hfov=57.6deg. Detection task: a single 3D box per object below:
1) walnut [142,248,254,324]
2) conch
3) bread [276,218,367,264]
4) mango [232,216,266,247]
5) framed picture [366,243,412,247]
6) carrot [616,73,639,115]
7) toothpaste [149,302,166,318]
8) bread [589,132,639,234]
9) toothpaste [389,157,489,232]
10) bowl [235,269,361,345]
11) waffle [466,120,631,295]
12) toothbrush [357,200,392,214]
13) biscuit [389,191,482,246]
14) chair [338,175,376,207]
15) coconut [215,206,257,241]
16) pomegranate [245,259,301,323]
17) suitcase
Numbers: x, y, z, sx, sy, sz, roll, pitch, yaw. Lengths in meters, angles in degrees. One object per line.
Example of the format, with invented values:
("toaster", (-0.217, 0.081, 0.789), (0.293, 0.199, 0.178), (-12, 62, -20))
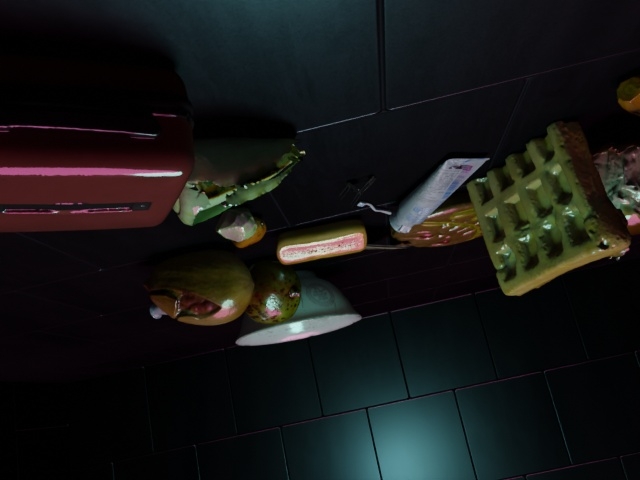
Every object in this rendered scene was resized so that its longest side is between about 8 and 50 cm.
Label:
("walnut", (-0.318, 0.122, 1.514), (0.297, 0.203, 0.203), (2, 167, 12))
("conch", (-0.135, -0.106, 0.944), (0.250, 0.137, 0.143), (-10, 163, -8))
("bread", (0.000, 0.000, 1.520), (0.239, 0.074, 0.093), (-10, 128, -5))
("mango", (-0.172, -0.018, 1.365), (0.080, 0.061, 0.114), (-20, 170, -40))
("framed picture", (0.133, 0.019, 1.691), (0.199, 0.010, 0.195), (2, 178, -32))
("carrot", (0.654, -0.258, 1.141), (0.066, 0.066, 0.314), (-25, 160, 38))
("toothpaste", (-0.461, 0.188, 1.896), (0.234, 0.057, 0.089), (-29, 157, 26))
("bread", (0.710, -0.126, 1.339), (0.249, 0.225, 0.279), (-15, -177, -11))
("toothpaste", (0.262, -0.113, 1.365), (0.113, 0.073, 0.299), (-3, 154, -28))
("bowl", (-0.089, 0.219, 1.996), (0.434, 0.196, 0.435), (-10, 164, -3))
("waffle", (0.479, -0.057, 1.276), (0.077, 0.305, 0.348), (-4, 161, -24))
("toothbrush", (0.142, -0.082, 1.463), (0.017, 0.014, 0.162), (-38, 153, 28))
("biscuit", (0.353, -0.036, 1.671), (0.350, 0.070, 0.394), (-24, 161, 36))
("chair", (0.078, -0.116, 1.270), (0.086, 0.042, 0.037), (-48, 166, -5))
("coconut", (-0.181, -0.036, 1.273), (0.082, 0.081, 0.083), (31, 166, -15))
("pomegranate", (-0.168, 0.137, 1.747), (0.198, 0.246, 0.198), (-28, 140, -26))
("suitcase", (-0.321, -0.115, 0.740), (0.296, 0.161, 0.236), (-2, 160, -28))
